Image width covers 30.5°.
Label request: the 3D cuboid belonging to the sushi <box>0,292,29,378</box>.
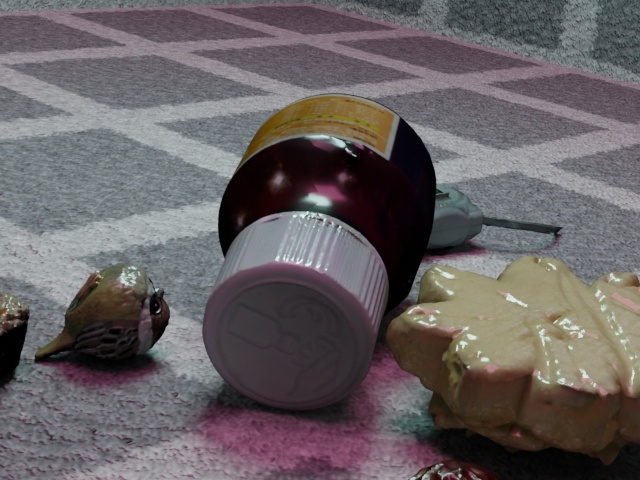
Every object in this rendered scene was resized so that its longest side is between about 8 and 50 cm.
[{"bbox_3d":[-0.334,0.097,1.099,0.091,0.078,0.150,14,19,19],"label":"sushi"}]

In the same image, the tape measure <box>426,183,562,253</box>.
[{"bbox_3d":[0.212,-0.046,1.683,0.330,0.084,0.164,-9,29,-34],"label":"tape measure"}]

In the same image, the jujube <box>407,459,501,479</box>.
[{"bbox_3d":[0.081,0.222,0.853,0.104,0.104,0.166,18,24,29],"label":"jujube"}]

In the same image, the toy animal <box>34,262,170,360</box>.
[{"bbox_3d":[-0.215,0.089,1.185,0.098,0.137,0.098,41,-4,4],"label":"toy animal"}]

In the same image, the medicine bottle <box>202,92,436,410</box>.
[{"bbox_3d":[0.000,0.000,1.245,0.243,0.242,0.395,8,23,5],"label":"medicine bottle"}]

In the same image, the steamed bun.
[{"bbox_3d":[0.205,0.125,1.123,0.292,0.137,0.295,22,32,28],"label":"steamed bun"}]
